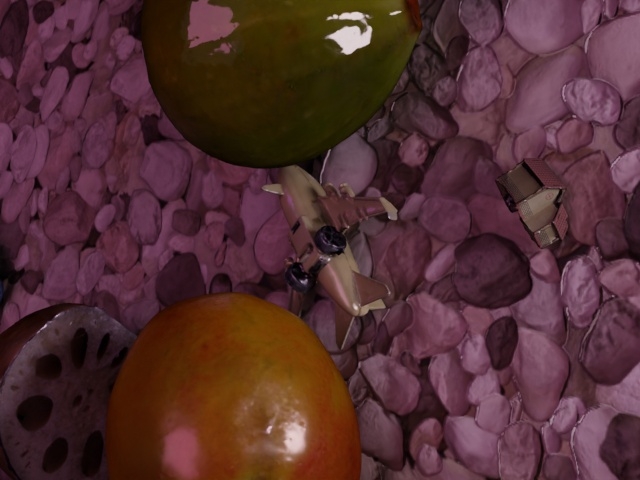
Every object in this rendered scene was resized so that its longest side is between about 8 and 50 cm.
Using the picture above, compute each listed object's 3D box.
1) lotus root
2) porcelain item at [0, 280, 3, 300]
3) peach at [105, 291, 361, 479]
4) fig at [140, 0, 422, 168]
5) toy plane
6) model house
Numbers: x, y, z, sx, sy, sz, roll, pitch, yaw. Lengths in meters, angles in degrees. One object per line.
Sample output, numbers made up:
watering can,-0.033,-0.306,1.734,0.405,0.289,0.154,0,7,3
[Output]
lotus root,-0.353,0.203,1.467,0.192,0.272,0.272,14,90,50
porcelain item,-0.581,0.063,1.731,0.147,0.147,0.114,-42,60,25
peach,-0.106,0.212,1.240,0.308,0.307,0.332,-52,38,19
fig,-0.038,-0.234,1.266,0.316,0.316,0.316,-8,76,38
toy plane,0.000,0.000,1.313,0.229,0.092,0.244,-53,56,36
model house,0.231,-0.042,1.161,0.058,0.057,0.083,-31,40,2
